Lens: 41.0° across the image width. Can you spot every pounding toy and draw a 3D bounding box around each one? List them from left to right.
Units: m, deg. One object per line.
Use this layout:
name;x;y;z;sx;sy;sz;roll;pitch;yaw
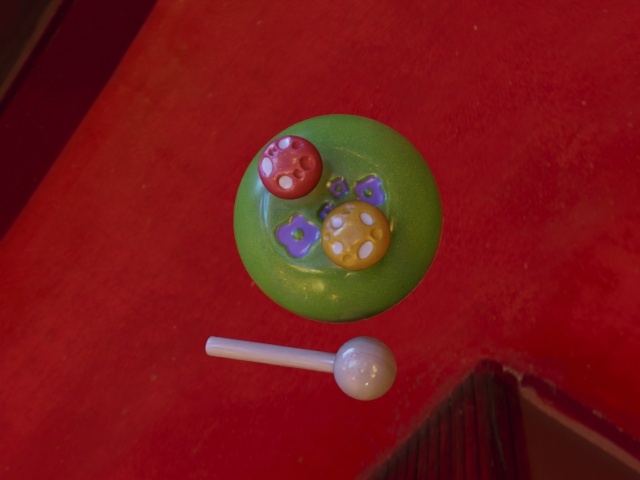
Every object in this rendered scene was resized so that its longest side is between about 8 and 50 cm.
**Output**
pounding toy;0.000;0.000;0.697;0.183;0.110;0.236;13;84;11
